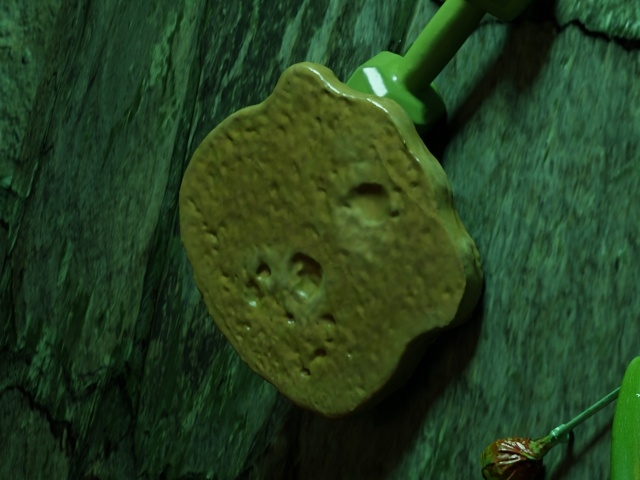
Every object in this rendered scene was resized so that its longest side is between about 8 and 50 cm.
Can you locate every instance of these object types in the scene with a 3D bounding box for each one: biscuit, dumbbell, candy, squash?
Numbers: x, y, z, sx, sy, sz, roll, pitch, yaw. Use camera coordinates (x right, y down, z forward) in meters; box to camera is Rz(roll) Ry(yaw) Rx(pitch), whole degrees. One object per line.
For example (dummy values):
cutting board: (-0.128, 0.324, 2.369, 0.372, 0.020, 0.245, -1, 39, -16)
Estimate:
biscuit: (0.001, 0.000, 1.921, 0.365, 0.062, 0.385, -45, 68, 32)
dumbbell: (0.138, -0.228, 1.873, 0.302, 0.121, 0.108, -52, 20, 40)
candy: (0.227, 0.186, 1.610, 0.201, 0.060, 0.060, -41, 44, 38)
squash: (0.288, 0.229, 1.432, 0.082, 0.082, 0.293, -34, 50, 53)
